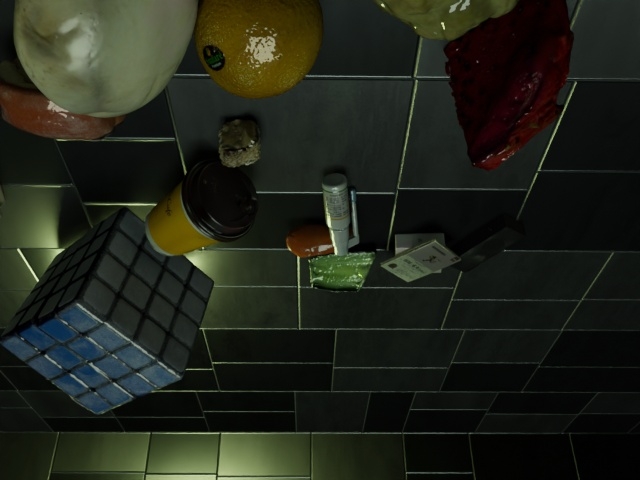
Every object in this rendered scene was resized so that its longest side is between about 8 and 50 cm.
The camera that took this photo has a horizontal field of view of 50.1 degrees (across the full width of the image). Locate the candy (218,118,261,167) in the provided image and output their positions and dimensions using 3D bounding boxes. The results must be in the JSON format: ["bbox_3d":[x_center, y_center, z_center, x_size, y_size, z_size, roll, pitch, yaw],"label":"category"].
[{"bbox_3d":[-0.175,-0.207,1.478,0.095,0.085,0.110,-7,155,-1],"label":"candy"}]

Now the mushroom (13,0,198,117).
[{"bbox_3d":[-0.316,-0.354,1.042,0.315,0.356,0.315,-8,128,-11],"label":"mushroom"}]

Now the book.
[{"bbox_3d":[0.268,0.057,1.829,0.181,0.014,0.127,-26,138,34],"label":"book"}]

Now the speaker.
[{"bbox_3d":[0.438,0.012,1.829,0.082,0.044,0.218,23,139,-30],"label":"speaker"}]

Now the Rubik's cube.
[{"bbox_3d":[-0.531,0.186,1.759,0.337,0.344,0.344,-26,123,30],"label":"Rubik's cube"}]

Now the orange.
[{"bbox_3d":[-0.103,-0.351,1.146,0.236,0.236,0.236,0,146,0],"label":"orange"}]

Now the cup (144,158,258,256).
[{"bbox_3d":[-0.289,-0.064,1.605,0.196,0.197,0.279,28,145,-34],"label":"cup"}]

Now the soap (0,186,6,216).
[{"bbox_3d":[-0.816,-0.134,1.591,0.122,0.066,0.203,6,145,-9],"label":"soap"}]

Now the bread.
[{"bbox_3d":[-0.504,-0.273,1.297,0.244,0.190,0.123,3,132,2],"label":"bread"}]

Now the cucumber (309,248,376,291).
[{"bbox_3d":[0.066,0.081,1.900,0.192,0.086,0.116,-5,101,9],"label":"cucumber"}]

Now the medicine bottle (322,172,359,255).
[{"bbox_3d":[0.054,-0.064,1.669,0.092,0.061,0.221,-29,134,-25],"label":"medicine bottle"}]

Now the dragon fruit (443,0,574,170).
[{"bbox_3d":[0.323,-0.257,1.255,0.240,0.330,0.302,10,153,25],"label":"dragon fruit"}]

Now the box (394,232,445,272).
[{"bbox_3d":[0.266,0.035,1.856,0.129,0.051,0.130,-2,145,2],"label":"box"}]

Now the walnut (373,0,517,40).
[{"bbox_3d":[0.183,-0.442,0.984,0.281,0.253,0.277,-19,147,20],"label":"walnut"}]

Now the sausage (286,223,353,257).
[{"bbox_3d":[0.000,0.000,1.776,0.179,0.089,0.089,-5,146,-5],"label":"sausage"}]
